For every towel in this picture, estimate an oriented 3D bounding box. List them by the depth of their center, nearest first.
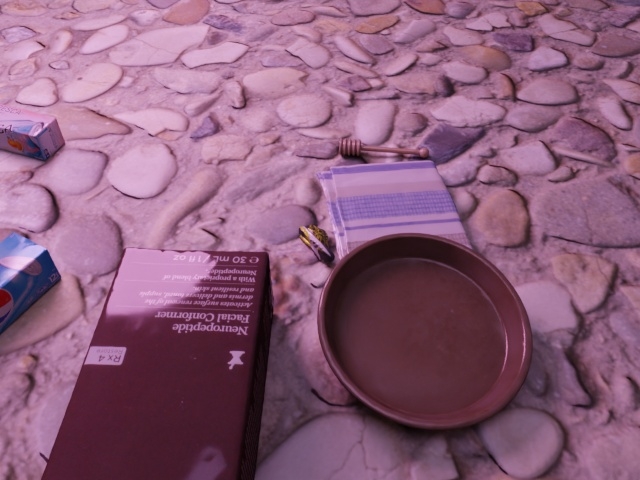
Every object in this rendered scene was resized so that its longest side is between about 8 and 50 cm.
[{"bbox_3d":[0.118,-0.020,0.929,0.209,0.034,0.285,-6,49,-8],"label":"towel"}]

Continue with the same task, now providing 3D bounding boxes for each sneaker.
[{"bbox_3d":[0.000,0.000,0.911,0.035,0.031,0.083,-27,52,-23],"label":"sneaker"}]

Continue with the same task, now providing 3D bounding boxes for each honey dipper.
[{"bbox_3d":[0.113,-0.163,1.064,0.160,0.030,0.030,3,47,1],"label":"honey dipper"}]

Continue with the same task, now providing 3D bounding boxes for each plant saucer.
[{"bbox_3d":[0.133,0.112,0.776,0.277,0.041,0.278,2,55,-3],"label":"plant saucer"}]

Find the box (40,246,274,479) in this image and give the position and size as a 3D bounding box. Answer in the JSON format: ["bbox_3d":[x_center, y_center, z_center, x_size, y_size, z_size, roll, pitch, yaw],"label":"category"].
[{"bbox_3d":[-0.165,0.190,0.667,0.191,0.143,0.381,1,49,1],"label":"box"}]

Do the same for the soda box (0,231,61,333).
[{"bbox_3d":[-0.461,0.087,0.809,0.071,0.067,0.210,22,52,20],"label":"soda box"}]

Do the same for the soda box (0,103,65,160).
[{"bbox_3d":[-0.564,-0.203,1.083,0.183,0.058,0.063,15,49,14],"label":"soda box"}]
